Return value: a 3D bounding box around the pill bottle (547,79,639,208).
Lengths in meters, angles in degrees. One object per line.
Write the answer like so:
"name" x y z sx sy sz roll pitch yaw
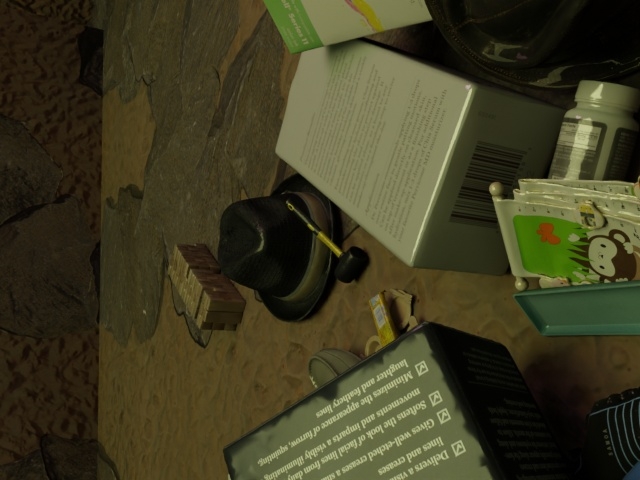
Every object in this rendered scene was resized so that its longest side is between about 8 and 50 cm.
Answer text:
"pill bottle" 0.294 -0.098 0.752 0.078 0.078 0.137 29 110 59

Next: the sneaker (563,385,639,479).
"sneaker" 0.313 0.168 0.666 0.090 0.081 0.232 52 130 43

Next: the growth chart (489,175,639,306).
"growth chart" 0.281 0.002 0.724 0.237 0.021 0.172 2 125 53

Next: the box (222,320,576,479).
"box" 0.119 0.331 0.707 0.294 0.212 0.395 -36 58 23

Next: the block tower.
"block tower" -0.293 0.111 1.739 0.335 0.097 0.090 44 121 56

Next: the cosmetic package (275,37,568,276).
"cosmetic package" 0.109 -0.150 1.005 0.453 0.162 0.230 45 123 54

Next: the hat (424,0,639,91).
"hat" 0.216 -0.262 0.682 0.134 0.331 0.331 -49 7 -38

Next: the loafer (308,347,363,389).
"loafer" 0.049 0.260 1.069 0.319 0.112 0.112 32 131 59

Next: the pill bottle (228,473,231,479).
"pill bottle" -0.133 0.542 1.359 0.108 0.108 0.180 -43 48 50

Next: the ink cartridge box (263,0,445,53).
"ink cartridge box" 0.114 -0.372 0.928 0.354 0.119 0.207 1 40 42

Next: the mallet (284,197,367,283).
"mallet" 0.000 0.000 1.226 0.190 0.039 0.062 39 124 25

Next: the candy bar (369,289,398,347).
"candy bar" 0.105 0.146 1.061 0.040 0.018 0.161 -51 41 38

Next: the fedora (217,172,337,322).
"fedora" -0.106 0.008 1.368 0.334 0.153 0.333 -17 70 59

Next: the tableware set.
"tableware set" 0.119 0.165 1.073 0.141 0.020 0.168 48 126 53

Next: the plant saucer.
"plant saucer" 0.295 0.072 0.746 0.018 0.067 0.192 -45 16 -26
